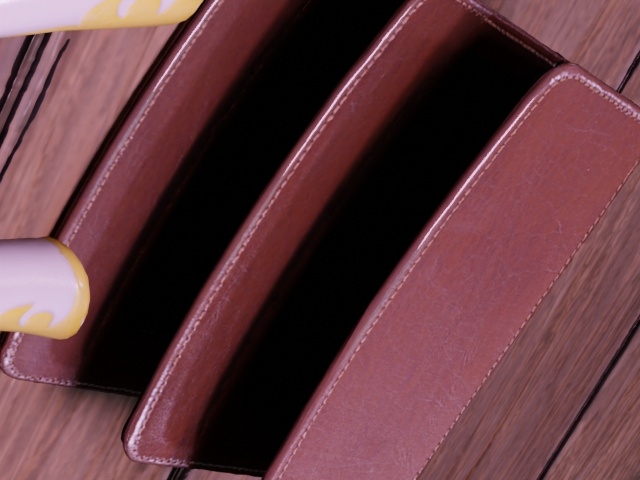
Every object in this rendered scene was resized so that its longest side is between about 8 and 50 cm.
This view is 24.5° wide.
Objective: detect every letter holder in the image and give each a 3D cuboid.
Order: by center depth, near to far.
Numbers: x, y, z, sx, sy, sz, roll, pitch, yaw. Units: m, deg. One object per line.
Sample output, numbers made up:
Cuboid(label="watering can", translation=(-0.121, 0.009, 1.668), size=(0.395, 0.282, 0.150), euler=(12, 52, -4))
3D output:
Cuboid(label="letter holder", translation=(0.000, 0.000, 0.781), size=(0.214, 0.152, 0.302), euler=(20, 107, -53))

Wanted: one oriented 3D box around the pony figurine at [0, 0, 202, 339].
Cuboid(label="pony figurine", translation=(-0.213, -0.027, 0.427), size=(0.363, 0.303, 0.351), euler=(-24, 154, -39))
